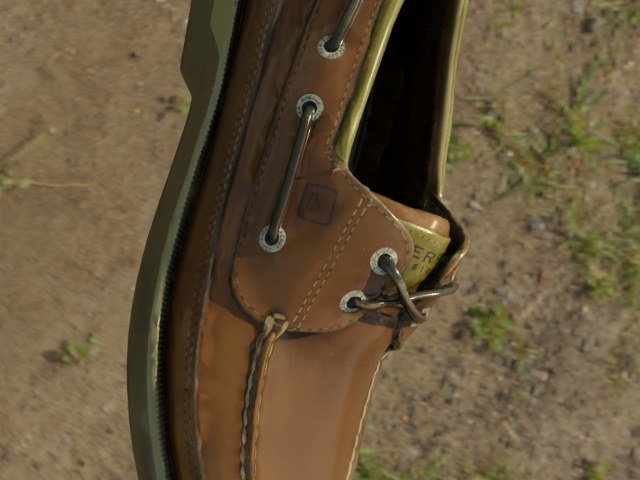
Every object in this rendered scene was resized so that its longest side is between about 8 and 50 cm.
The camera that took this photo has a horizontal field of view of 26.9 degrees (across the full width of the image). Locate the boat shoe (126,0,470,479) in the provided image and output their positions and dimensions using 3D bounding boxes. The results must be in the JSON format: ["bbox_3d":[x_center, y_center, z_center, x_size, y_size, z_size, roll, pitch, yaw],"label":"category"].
[{"bbox_3d":[0.000,0.000,0.534,0.110,0.104,0.307,8,84,-62],"label":"boat shoe"}]
